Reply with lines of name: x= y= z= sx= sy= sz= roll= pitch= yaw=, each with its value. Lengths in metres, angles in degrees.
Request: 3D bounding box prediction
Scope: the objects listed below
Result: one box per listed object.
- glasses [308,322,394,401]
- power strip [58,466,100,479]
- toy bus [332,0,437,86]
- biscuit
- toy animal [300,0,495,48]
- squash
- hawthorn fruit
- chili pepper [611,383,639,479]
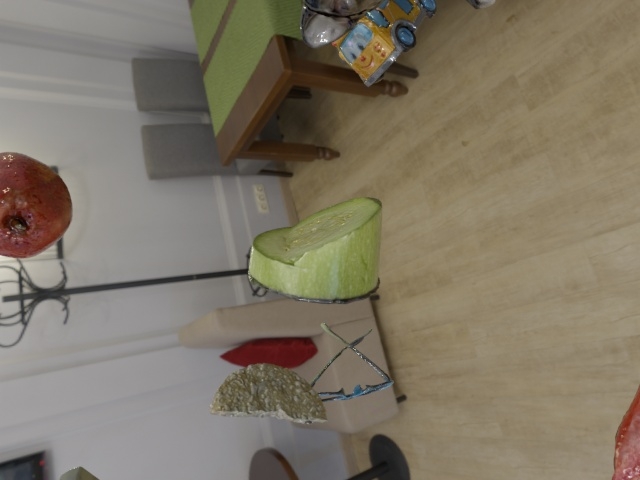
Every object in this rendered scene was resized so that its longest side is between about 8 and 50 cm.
glasses: x=0.066 y=0.307 z=1.038 sx=0.102 sy=0.239 sz=0.207 roll=-170 pitch=78 yaw=-68
power strip: x=-0.373 y=0.509 z=0.761 sx=0.080 sy=0.048 sz=0.286 roll=-116 pitch=1 yaw=-58
toy bus: x=0.114 y=-0.406 z=0.794 sx=0.209 sy=0.136 sz=0.126 roll=-60 pitch=15 yaw=-24
biscuit: x=-0.107 y=0.321 z=0.904 sx=0.133 sy=0.250 sz=0.032 roll=-101 pitch=31 yaw=-50
toy animal: x=0.037 y=-0.378 z=0.528 sx=0.303 sy=0.194 sz=0.344 roll=-11 pitch=47 yaw=19
squash: x=-0.011 y=0.009 z=0.664 sx=0.220 sy=0.220 sz=0.133 roll=26 pitch=123 yaw=52
hawthorn fruit: x=-0.555 y=-0.053 z=0.775 sx=0.225 sy=0.196 sz=0.196 roll=31 pitch=119 yaw=49
chili pepper: x=0.291 y=0.075 z=0.325 sx=0.059 sy=0.268 sz=0.050 roll=37 pitch=162 yaw=25
